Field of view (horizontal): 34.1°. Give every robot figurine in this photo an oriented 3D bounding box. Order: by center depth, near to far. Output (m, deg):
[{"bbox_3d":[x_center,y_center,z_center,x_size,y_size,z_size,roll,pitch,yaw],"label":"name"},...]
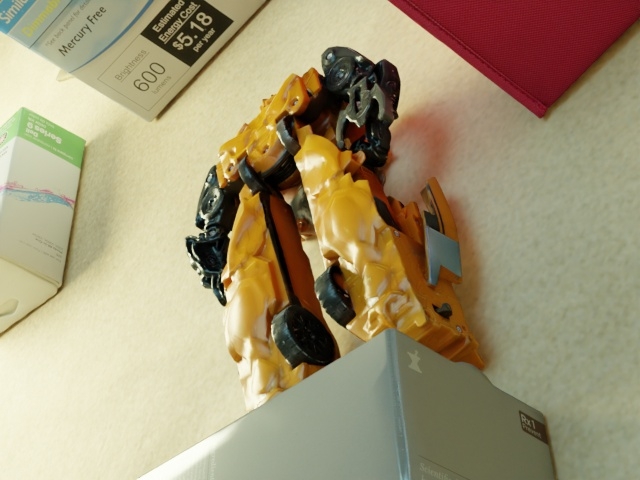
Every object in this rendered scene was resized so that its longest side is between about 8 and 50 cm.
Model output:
[{"bbox_3d":[0.000,0.000,0.702,0.211,0.085,0.291,-42,38,24],"label":"robot figurine"}]

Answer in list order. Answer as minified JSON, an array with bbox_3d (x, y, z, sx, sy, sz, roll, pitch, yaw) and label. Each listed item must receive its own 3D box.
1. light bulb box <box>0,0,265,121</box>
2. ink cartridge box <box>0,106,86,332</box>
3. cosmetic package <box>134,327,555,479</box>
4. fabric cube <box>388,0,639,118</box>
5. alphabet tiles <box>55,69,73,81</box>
[{"bbox_3d":[-0.206,-0.374,1.003,0.358,0.361,0.225,-42,37,24],"label":"light bulb box"},{"bbox_3d":[-0.350,-0.017,1.160,0.154,0.093,0.212,-32,44,33],"label":"ink cartridge box"},{"bbox_3d":[-0.002,0.154,0.552,0.238,0.127,0.107,-34,41,35],"label":"cosmetic package"},{"bbox_3d":[0.104,-0.286,0.637,0.258,0.254,0.259,-47,36,21],"label":"fabric cube"},{"bbox_3d":[-0.273,-0.317,1.364,0.198,0.009,0.237,-1,64,52],"label":"alphabet tiles"}]
